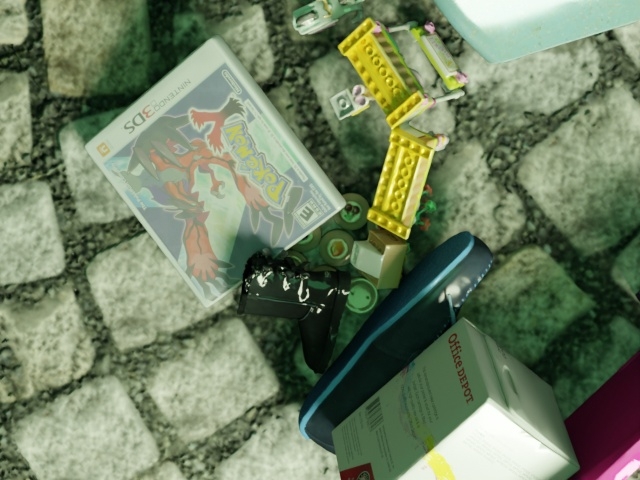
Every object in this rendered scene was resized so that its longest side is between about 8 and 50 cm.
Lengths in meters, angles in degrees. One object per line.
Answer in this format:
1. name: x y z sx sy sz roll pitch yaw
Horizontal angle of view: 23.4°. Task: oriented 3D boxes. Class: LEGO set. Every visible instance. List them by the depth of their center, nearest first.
1. LEGO set: 0.078 -0.105 1.455 0.132 0.107 0.287 -11 96 39

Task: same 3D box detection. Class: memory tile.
1. memory tile: 0.000 0.000 1.503 0.148 0.012 0.113 21 97 2

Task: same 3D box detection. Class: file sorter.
1. file sorter: 0.276 0.272 1.416 0.182 0.202 0.290 45 97 -4

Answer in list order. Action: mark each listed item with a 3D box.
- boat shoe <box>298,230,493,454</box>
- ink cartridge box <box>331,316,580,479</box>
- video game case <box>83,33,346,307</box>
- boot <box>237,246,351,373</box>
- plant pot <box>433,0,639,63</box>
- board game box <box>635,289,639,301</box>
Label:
1. boat shoe: 0.085 0.102 1.475 0.089 0.109 0.258 38 114 -7
2. ink cartridge box: 0.120 0.188 1.395 0.127 0.128 0.176 37 112 -25
3. video game case: -0.103 -0.063 1.473 0.183 0.023 0.201 -36 92 26
4. boot: -0.030 0.068 1.476 0.099 0.045 0.121 9 120 -8
5. plant pot: 0.177 -0.303 1.353 0.248 0.247 0.252 -16 111 6
6. board game box: 0.364 0.113 1.420 0.048 0.141 0.170 -38 92 6
